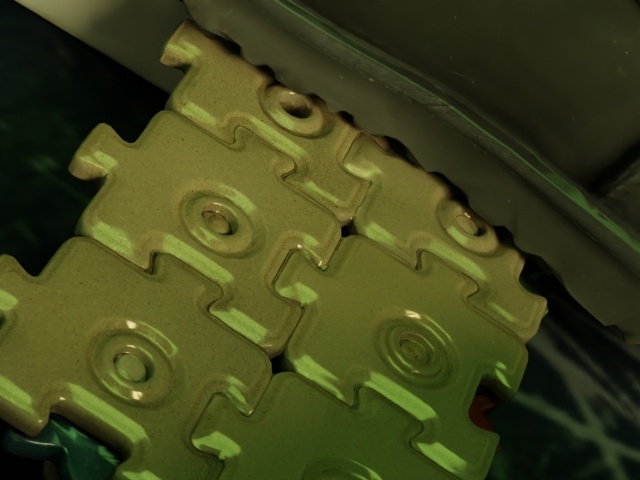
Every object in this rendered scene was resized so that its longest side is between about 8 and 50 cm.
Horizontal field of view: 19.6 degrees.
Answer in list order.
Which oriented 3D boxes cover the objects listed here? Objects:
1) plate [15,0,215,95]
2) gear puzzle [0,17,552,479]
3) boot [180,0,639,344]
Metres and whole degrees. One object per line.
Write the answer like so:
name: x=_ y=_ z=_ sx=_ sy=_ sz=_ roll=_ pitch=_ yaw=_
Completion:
plate: x=-0.087 y=-0.199 z=0.816 sx=0.277 sy=0.045 sz=0.278 roll=32 pitch=44 yaw=1
gear puzzle: x=0.000 y=0.000 z=0.674 sx=0.175 sy=0.044 sz=0.339 roll=33 pitch=39 yaw=-4
boot: x=0.148 y=-0.207 z=0.597 sx=0.367 sy=0.445 sz=0.146 roll=36 pitch=38 yaw=-1
